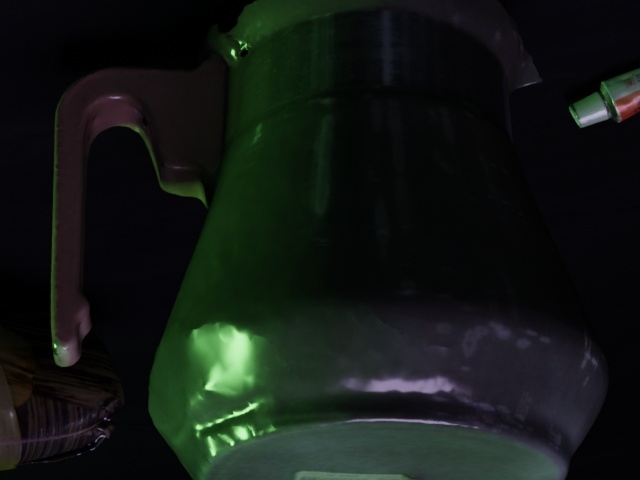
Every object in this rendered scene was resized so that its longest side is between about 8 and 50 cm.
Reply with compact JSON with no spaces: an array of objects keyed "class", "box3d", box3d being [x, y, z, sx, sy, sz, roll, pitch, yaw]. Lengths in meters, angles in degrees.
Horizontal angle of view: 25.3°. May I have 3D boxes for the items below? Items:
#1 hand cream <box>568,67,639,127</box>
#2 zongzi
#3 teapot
[{"class":"hand cream","box3d":[0.316,-0.145,1.214,0.216,0.038,0.052,-22,176,5]},{"class":"zongzi","box3d":[-0.305,0.071,1.216,0.289,0.154,0.317,-10,135,-28]},{"class":"teapot","box3d":[0.000,0.000,1.000,0.376,0.361,0.305,2,151,-5]}]
